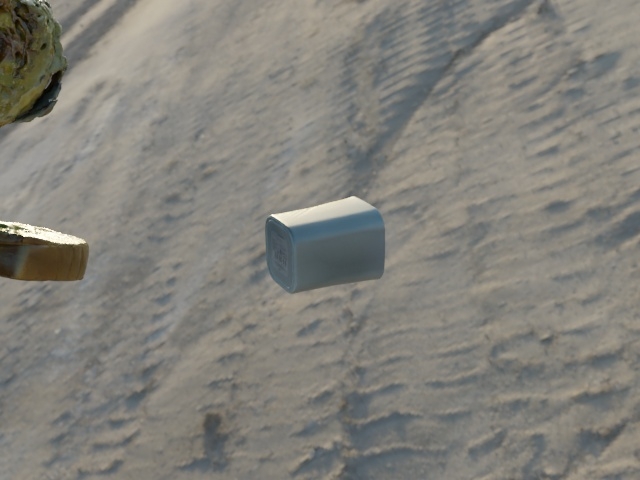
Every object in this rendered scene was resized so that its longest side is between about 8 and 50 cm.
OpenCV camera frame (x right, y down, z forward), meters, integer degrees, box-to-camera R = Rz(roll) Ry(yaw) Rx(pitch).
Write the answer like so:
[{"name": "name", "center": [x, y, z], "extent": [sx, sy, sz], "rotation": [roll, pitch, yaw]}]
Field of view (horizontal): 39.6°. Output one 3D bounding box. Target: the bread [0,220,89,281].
[{"name": "bread", "center": [-0.495, 0.014, 1.458], "extent": [0.236, 0.236, 0.070], "rotation": [16, 94, 57]}]

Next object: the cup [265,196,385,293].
[{"name": "cup", "center": [0.000, 0.000, 1.102], "extent": [0.129, 0.095, 0.128], "rotation": [-10, 24, -26]}]

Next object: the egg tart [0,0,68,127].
[{"name": "egg tart", "center": [-0.554, -0.294, 1.532], "extent": [0.297, 0.132, 0.297], "rotation": [-4, 64, 8]}]
